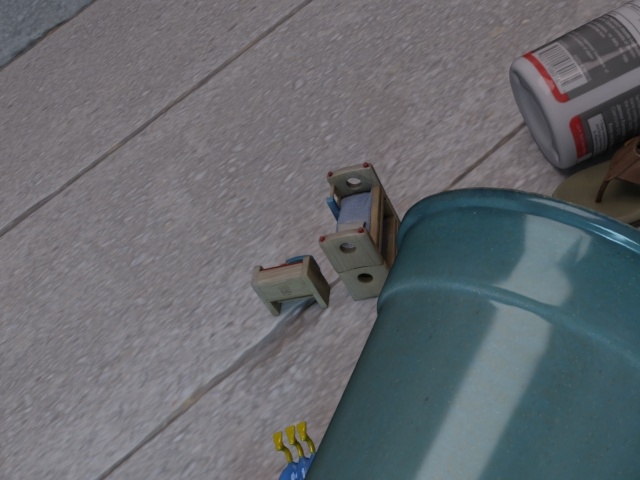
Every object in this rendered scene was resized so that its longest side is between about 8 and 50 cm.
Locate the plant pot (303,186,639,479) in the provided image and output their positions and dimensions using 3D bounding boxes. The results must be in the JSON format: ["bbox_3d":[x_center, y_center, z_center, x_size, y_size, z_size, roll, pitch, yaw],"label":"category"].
[{"bbox_3d":[0.144,0.192,0.694,0.341,0.341,0.334,13,61,38],"label":"plant pot"}]

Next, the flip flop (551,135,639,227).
[{"bbox_3d":[0.412,-0.093,0.991,0.277,0.080,0.112,-20,43,12],"label":"flip flop"}]

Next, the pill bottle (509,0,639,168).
[{"bbox_3d":[0.406,-0.222,1.058,0.283,0.161,0.161,-26,42,5],"label":"pill bottle"}]

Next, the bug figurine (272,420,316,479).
[{"bbox_3d":[-0.040,0.341,0.847,0.216,0.072,0.279,-23,47,19],"label":"bug figurine"}]

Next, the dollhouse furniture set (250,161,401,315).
[{"bbox_3d":[0.000,0.000,1.103,0.184,0.129,0.129,-12,45,20],"label":"dollhouse furniture set"}]
